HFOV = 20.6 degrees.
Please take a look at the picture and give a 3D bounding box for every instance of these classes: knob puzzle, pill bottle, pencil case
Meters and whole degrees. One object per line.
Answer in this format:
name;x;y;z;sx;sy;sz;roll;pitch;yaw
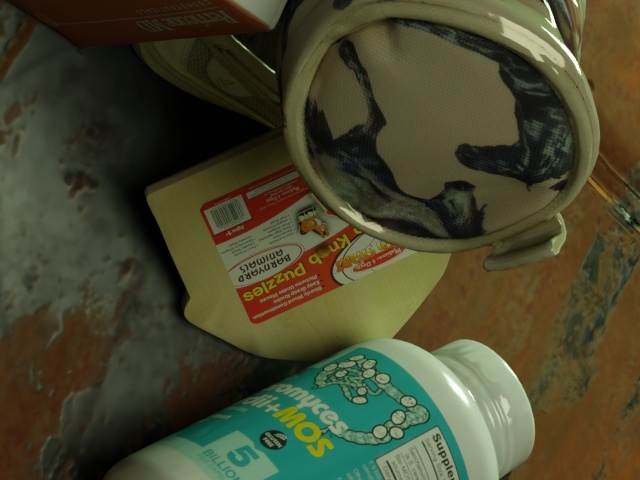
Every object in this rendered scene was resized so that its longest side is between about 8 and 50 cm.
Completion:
knob puzzle;0.000;0.000;1.098;0.213;0.030;0.213;-11;128;-14
pill bottle;0.006;0.151;1.078;0.264;0.146;0.146;-24;106;-33
pencil case;0.081;-0.166;0.991;0.183;0.160;0.410;38;36;-23

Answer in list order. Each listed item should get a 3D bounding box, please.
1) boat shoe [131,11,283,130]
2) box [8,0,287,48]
boat shoe;0.026;-0.099;1.106;0.302;0.098;0.109;24;79;-34
box;-0.173;-0.256;0.887;0.345;0.215;0.168;31;75;-32
